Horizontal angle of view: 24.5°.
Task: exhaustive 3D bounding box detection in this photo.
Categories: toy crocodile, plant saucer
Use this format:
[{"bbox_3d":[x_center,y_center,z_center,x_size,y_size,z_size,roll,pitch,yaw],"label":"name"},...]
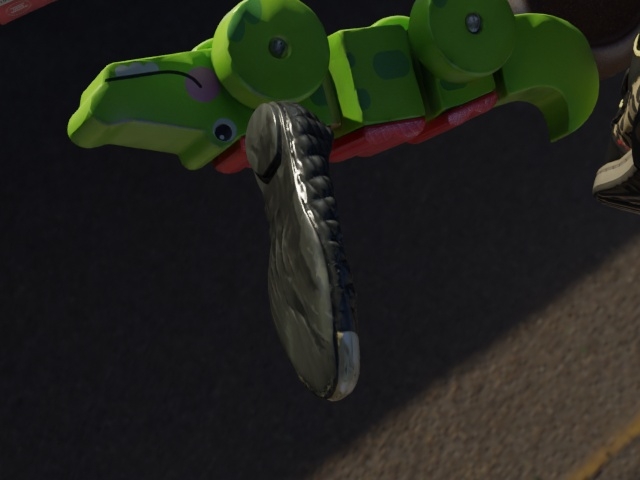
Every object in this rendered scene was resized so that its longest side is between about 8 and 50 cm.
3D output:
[{"bbox_3d":[0.015,-0.091,0.901,0.340,0.115,0.105,-11,85,-28],"label":"toy crocodile"},{"bbox_3d":[0.261,-0.258,1.477,0.198,0.036,0.199,1,87,-14],"label":"plant saucer"}]

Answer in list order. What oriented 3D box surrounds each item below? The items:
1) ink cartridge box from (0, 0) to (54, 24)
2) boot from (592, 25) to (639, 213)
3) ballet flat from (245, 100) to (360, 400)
[{"bbox_3d":[-0.272,-0.277,1.314,0.115,0.198,0.067,-25,75,-2],"label":"ink cartridge box"},{"bbox_3d":[0.283,-0.162,1.020,0.138,0.377,0.284,12,82,12],"label":"boot"},{"bbox_3d":[0.000,0.000,0.734,0.049,0.057,0.173,11,53,-31],"label":"ballet flat"}]
